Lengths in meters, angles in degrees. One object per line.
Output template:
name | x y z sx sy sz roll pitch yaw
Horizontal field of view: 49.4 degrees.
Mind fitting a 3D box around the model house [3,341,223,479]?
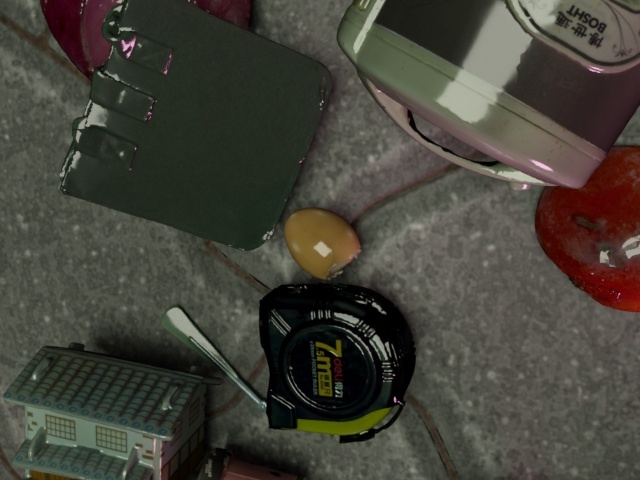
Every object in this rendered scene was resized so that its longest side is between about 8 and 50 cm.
model house | -0.256 0.253 0.889 0.224 0.198 0.215 9 107 14

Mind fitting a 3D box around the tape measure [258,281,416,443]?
tape measure | 0.024 0.145 0.842 0.186 0.112 0.199 2 105 22

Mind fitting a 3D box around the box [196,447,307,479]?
box | -0.088 0.352 0.890 0.135 0.151 0.151 8 101 5

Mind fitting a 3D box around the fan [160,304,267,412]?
fan | -0.140 0.160 0.937 0.193 0.016 0.038 42 105 6

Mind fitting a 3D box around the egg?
egg | 0.000 0.000 0.840 0.080 0.080 0.096 -44 78 17

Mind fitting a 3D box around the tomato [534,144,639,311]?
tomato | 0.329 -0.011 0.736 0.189 0.099 0.173 47 109 6

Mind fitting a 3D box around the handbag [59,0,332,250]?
handbag | -0.144 -0.132 0.797 0.260 0.079 0.247 19 105 -24

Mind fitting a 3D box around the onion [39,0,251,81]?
onion | -0.219 -0.285 0.823 0.250 0.111 0.247 -39 78 12

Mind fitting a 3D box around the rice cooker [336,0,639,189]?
rice cooker | 0.182 -0.202 0.655 0.288 0.288 0.277 34 105 8
